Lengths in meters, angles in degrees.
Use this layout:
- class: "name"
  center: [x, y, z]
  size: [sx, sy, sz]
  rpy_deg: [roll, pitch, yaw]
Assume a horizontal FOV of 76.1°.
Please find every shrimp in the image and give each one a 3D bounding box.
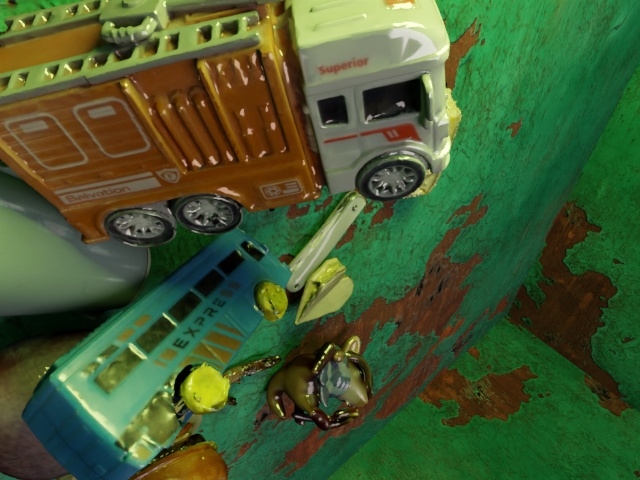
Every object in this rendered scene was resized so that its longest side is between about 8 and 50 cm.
- class: "shrimp"
  center: [-0.190, 0.358, 1.029]
  size: [0.195, 0.035, 0.148]
  rpy_deg: [-15, 131, -30]

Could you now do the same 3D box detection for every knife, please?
- class: "knife"
  center: [0.002, 0.001, 0.896]
  size: [0.266, 0.040, 0.073]
  rpy_deg: [-50, 145, 2]

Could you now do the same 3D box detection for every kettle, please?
- class: "kettle"
  center: [-0.317, -0.015, 0.460]
  size: [0.243, 0.159, 0.211]
  rpy_deg: [24, 76, -62]

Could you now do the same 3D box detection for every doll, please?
- class: "doll"
  center: [0.022, 0.414, 1.172]
  size: [0.339, 0.209, 0.318]
  rpy_deg: [12, 117, -55]

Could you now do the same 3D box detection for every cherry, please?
- class: "cherry"
  center: [-0.358, 0.225, 0.581]
  size: [0.213, 0.183, 0.266]
  rpy_deg: [-43, 151, -12]

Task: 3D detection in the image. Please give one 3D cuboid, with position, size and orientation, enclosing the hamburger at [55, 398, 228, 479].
- class: "hamburger"
  center: [-0.329, 0.426, 0.768]
  size: [0.290, 0.225, 0.291]
  rpy_deg: [-32, 150, -21]

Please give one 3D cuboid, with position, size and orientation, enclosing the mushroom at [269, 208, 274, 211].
- class: "mushroom"
  center: [-0.030, -0.130, 0.659]
  size: [0.188, 0.117, 0.141]
  rpy_deg: [-38, 172, -31]

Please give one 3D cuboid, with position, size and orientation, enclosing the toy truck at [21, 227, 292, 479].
- class: "toy truck"
  center: [-0.180, 0.128, 0.567]
  size: [0.161, 0.162, 0.385]
  rpy_deg: [-40, -173, 34]

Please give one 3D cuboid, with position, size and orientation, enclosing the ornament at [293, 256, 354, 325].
- class: "ornament"
  center: [0.000, 0.134, 0.975]
  size: [0.180, 0.059, 0.201]
  rpy_deg: [-45, 157, -7]

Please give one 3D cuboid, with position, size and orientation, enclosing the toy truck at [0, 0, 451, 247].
- class: "toy truck"
  center: [-0.078, -0.133, 0.381]
  size: [0.387, 0.174, 0.207]
  rpy_deg: [-11, 149, 4]

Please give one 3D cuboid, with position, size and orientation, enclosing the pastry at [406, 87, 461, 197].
- class: "pastry"
  center: [0.246, -0.213, 0.928]
  size: [0.121, 0.089, 0.259]
  rpy_deg: [-32, 147, -44]

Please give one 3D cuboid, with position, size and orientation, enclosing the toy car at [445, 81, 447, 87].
- class: "toy car"
  center: [0.054, -0.261, 0.608]
  size: [0.301, 0.118, 0.193]
  rpy_deg: [-25, 99, -29]
